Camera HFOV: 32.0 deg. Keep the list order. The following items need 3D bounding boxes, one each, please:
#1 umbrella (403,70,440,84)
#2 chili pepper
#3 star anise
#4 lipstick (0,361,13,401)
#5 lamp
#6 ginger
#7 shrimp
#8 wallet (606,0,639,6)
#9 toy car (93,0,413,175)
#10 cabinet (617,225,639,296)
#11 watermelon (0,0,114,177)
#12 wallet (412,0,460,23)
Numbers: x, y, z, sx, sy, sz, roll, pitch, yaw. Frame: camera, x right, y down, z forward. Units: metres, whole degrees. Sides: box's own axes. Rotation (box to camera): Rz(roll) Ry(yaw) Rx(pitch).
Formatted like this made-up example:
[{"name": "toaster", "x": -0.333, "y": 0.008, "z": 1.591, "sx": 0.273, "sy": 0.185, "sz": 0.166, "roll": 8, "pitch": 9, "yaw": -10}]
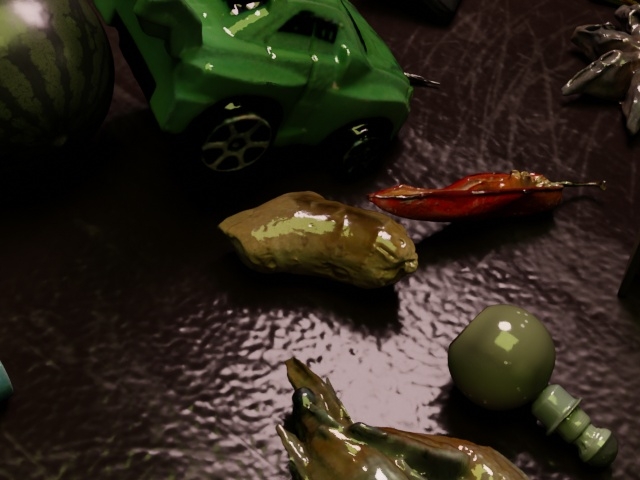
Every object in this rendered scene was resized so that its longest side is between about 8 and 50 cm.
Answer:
[{"name": "umbrella", "x": 0.072, "y": -0.186, "z": 1.239, "sx": 0.122, "sy": 0.013, "sz": 0.022, "roll": 16, "pitch": 28, "yaw": 11}, {"name": "chili pepper", "x": 0.161, "y": -0.041, "z": 1.082, "sx": 0.268, "sy": 0.050, "sz": 0.059, "roll": -8, "pitch": 32, "yaw": -25}, {"name": "star anise", "x": 0.360, "y": -0.184, "z": 1.226, "sx": 0.172, "sy": 0.063, "sz": 0.208, "roll": -34, "pitch": 60, "yaw": -27}, {"name": "lipstick", "x": -0.330, "y": 0.142, "z": 0.899, "sx": 0.158, "sy": 0.048, "sz": 0.048, "roll": -28, "pitch": 56, "yaw": -25}, {"name": "lamp", "x": 0.183, "y": 0.128, "z": 0.938, "sx": 0.163, "sy": 0.091, "sz": 0.091, "roll": 44, "pitch": 57, "yaw": 9}, {"name": "ginger", "x": 0.000, "y": 0.000, "z": 1.031, "sx": 0.190, "sy": 0.068, "sz": 0.095, "roll": 11, "pitch": 25, "yaw": 10}, {"name": "shrimp", "x": 0.082, "y": 0.198, "z": 0.874, "sx": 0.168, "sy": 0.077, "sz": 0.317, "roll": -20, "pitch": 57, "yaw": -33}, {"name": "wallet", "x": 0.433, "y": -0.366, "z": 1.396, "sx": 0.141, "sy": 0.067, "sz": 0.241, "roll": 24, "pitch": 56, "yaw": 10}, {"name": "toy car", "x": -0.062, "y": -0.191, "z": 1.075, "sx": 0.359, "sy": 0.176, "sz": 0.213, "roll": -1, "pitch": 47, "yaw": -37}, {"name": "cabinet", "x": 0.405, "y": -0.038, "z": 1.047, "sx": 0.175, "sy": 0.148, "sz": 0.215, "roll": 21, "pitch": 52, "yaw": 13}, {"name": "watermelon", "x": -0.300, "y": -0.161, "z": 1.061, "sx": 0.212, "sy": 0.212, "sz": 0.212, "roll": 2, "pitch": 49, "yaw": -3}, {"name": "wallet", "x": 0.136, "y": -0.381, "z": 1.357, "sx": 0.149, "sy": 0.044, "sz": 0.250, "roll": 38, "pitch": 51, "yaw": -17}]
